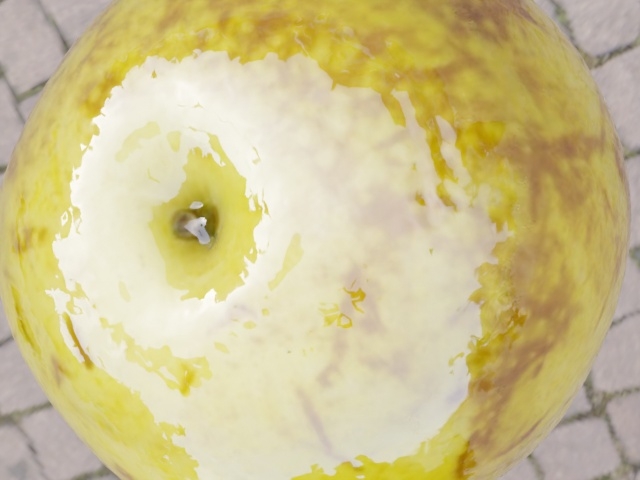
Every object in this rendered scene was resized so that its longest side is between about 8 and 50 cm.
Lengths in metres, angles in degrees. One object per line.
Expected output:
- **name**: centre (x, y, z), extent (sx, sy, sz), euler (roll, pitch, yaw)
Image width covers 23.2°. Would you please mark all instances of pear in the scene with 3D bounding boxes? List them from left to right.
- **pear**: centre (0.000, 0.000, 0.677), extent (0.281, 0.281, 0.280), euler (7, 112, 18)
